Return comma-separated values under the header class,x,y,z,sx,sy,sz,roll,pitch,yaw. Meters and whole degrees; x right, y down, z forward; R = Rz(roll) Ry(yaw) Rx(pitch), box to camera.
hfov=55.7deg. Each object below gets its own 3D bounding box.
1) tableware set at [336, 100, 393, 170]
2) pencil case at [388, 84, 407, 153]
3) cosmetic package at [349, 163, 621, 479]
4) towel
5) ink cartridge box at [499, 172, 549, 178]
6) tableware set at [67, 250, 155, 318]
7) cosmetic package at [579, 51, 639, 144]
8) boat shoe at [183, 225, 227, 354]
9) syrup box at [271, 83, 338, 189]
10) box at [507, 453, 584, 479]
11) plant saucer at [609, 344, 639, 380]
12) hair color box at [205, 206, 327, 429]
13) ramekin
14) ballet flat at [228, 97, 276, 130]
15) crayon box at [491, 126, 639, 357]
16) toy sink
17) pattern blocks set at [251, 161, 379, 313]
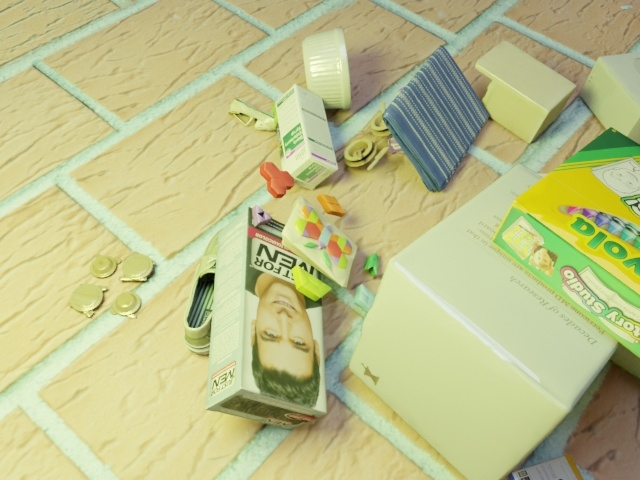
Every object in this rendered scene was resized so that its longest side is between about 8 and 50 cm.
class,x,y,z,sx,sy,sz,roll,pitch,yaw
tableware set,0.127,-0.259,1.486,0.128,0.039,0.194,24,67,45
pencil case,0.223,-0.311,1.569,0.086,0.088,0.206,36,49,-25
cosmetic package,0.318,0.140,1.061,0.327,0.329,0.394,41,53,22
towel,0.292,-0.306,1.512,0.243,0.040,0.336,51,54,-19
ink cartridge box,0.501,-0.048,1.387,0.160,0.092,0.219,0,54,-6
tableware set,-0.428,0.089,1.251,0.141,0.020,0.168,9,54,4
cosmetic package,0.877,-0.386,1.642,0.224,0.138,0.224,-9,54,-12
boat shoe,-0.204,0.082,1.228,0.109,0.094,0.302,8,53,1
syrup box,-0.040,-0.249,1.459,0.096,0.093,0.236,20,48,-39
box,0.395,0.434,1.062,0.136,0.028,0.081,-13,56,-11
plant saucer,0.658,0.212,1.237,0.188,0.045,0.188,34,58,19
hair color box,-0.097,0.140,1.132,0.185,0.114,0.374,25,46,-33
ramekin,0.015,-0.440,1.573,0.109,0.207,0.207,-6,54,2
ballet flat,-0.165,-0.310,1.559,0.168,0.057,0.052,29,86,20
crayon box,0.502,0.014,0.919,0.313,0.106,0.363,-32,62,-34
toy sink,0.525,-0.397,1.625,0.234,0.131,0.153,40,60,17
pattern blocks set,0.000,0.000,1.232,0.325,0.026,0.285,31,42,-27
